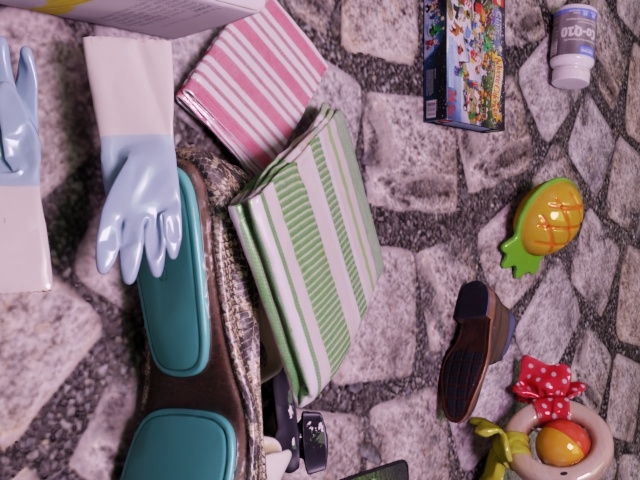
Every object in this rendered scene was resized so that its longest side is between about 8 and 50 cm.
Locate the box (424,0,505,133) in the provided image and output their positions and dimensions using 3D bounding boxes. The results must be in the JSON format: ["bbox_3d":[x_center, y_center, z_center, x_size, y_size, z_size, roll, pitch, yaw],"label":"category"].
[{"bbox_3d":[0.223,-0.289,1.171,0.159,0.044,0.233,0,90,-45],"label":"box"}]

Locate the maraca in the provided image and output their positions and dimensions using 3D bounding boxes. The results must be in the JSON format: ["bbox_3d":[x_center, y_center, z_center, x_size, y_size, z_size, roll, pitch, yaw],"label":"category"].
[{"bbox_3d":[0.371,-0.021,1.285,0.127,0.099,0.185,33,93,-34],"label":"maraca"}]

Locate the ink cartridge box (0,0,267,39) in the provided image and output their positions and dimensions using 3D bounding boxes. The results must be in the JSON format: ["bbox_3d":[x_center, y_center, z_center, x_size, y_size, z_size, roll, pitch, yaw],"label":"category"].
[{"bbox_3d":[-0.234,-0.344,0.633,0.385,0.160,0.279,-1,91,-45],"label":"ink cartridge box"}]

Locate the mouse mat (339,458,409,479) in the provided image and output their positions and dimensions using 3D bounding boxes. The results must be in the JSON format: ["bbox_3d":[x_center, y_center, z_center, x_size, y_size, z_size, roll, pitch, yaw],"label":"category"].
[{"bbox_3d":[0.073,0.406,1.046,0.152,0.007,0.189,-1,91,-45],"label":"mouse mat"}]

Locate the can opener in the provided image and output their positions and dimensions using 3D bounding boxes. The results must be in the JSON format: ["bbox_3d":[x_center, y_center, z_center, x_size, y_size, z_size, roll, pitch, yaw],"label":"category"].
[{"bbox_3d":[-0.041,0.184,0.903,0.073,0.059,0.186,-9,86,-18],"label":"can opener"}]

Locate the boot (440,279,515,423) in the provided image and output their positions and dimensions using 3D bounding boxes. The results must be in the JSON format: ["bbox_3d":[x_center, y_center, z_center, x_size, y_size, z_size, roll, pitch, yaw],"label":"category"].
[{"bbox_3d":[0.251,0.181,1.172,0.106,0.082,0.219,30,67,-38],"label":"boot"}]

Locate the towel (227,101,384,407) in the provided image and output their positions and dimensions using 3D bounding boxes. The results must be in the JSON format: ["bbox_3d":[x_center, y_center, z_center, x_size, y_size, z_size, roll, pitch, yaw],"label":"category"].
[{"bbox_3d":[0.000,0.000,0.865,0.325,0.038,0.248,-58,135,-60],"label":"towel"}]

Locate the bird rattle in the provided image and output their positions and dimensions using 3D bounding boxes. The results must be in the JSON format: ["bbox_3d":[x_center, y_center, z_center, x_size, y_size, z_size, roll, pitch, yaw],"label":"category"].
[{"bbox_3d":[0.360,0.310,1.208,0.253,0.207,0.143,-28,128,-32],"label":"bird rattle"}]

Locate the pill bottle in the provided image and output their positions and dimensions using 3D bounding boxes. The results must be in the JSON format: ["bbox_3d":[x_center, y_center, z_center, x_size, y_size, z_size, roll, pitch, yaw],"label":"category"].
[{"bbox_3d":[0.456,-0.348,1.380,0.078,0.078,0.137,13,81,-44],"label":"pill bottle"}]

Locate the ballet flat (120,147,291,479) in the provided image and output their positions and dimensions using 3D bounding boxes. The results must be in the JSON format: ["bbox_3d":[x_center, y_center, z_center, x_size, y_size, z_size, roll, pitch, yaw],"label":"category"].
[{"bbox_3d":[-0.103,0.151,0.776,0.182,0.164,0.483,9,80,-54],"label":"ballet flat"}]

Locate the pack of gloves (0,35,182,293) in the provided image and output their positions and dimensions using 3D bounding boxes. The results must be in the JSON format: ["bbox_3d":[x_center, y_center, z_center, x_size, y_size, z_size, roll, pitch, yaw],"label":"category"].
[{"bbox_3d":[-0.228,-0.068,0.690,0.195,0.046,0.232,-2,82,-18],"label":"pack of gloves"}]

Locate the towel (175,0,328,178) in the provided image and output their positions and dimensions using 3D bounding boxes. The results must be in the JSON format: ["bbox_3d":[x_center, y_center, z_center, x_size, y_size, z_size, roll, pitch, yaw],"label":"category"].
[{"bbox_3d":[-0.074,-0.188,0.889,0.144,0.029,0.197,47,56,-34],"label":"towel"}]
